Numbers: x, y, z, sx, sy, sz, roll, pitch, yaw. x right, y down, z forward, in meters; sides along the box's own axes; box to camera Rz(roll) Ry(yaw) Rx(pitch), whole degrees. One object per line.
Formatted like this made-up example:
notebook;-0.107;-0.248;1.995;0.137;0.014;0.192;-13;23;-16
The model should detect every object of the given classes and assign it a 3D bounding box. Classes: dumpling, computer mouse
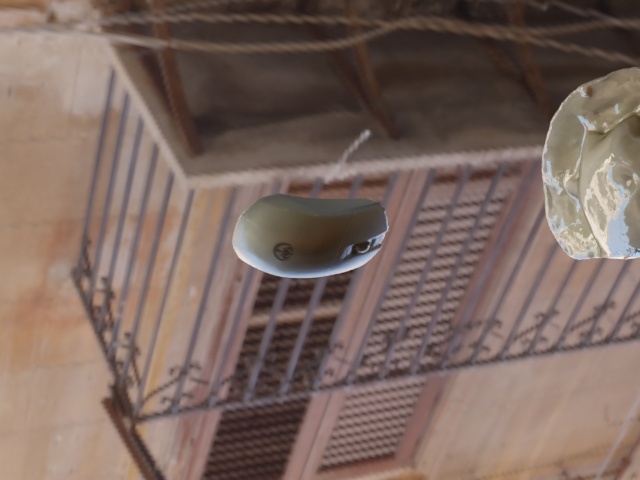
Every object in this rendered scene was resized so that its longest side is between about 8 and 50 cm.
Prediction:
dumpling;0.105;-0.024;0.422;0.052;0.076;0.057;-8;-96;-15
computer mouse;0.000;0.000;1.384;0.182;0.089;0.056;-1;-139;-30
